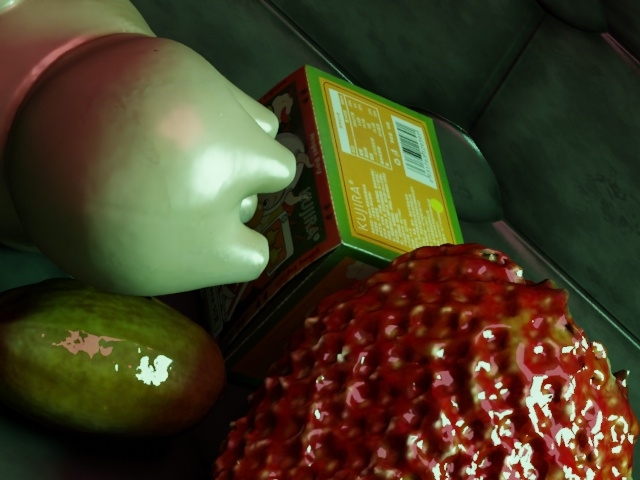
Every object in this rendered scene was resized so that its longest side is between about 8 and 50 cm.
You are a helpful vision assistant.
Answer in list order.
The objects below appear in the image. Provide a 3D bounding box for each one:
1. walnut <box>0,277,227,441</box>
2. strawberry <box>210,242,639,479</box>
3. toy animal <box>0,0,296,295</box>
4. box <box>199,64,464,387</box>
[{"bbox_3d":[-0.161,0.083,1.350,0.207,0.116,0.116,12,46,-28],"label":"walnut"},{"bbox_3d":[0.066,0.192,1.335,0.351,0.267,0.312,-38,120,-36],"label":"strawberry"},{"bbox_3d":[-0.164,-0.069,1.347,0.269,0.237,0.326,18,6,-15],"label":"toy animal"},{"bbox_3d":[0.000,0.000,1.534,0.148,0.177,0.195,21,41,-33],"label":"box"}]
